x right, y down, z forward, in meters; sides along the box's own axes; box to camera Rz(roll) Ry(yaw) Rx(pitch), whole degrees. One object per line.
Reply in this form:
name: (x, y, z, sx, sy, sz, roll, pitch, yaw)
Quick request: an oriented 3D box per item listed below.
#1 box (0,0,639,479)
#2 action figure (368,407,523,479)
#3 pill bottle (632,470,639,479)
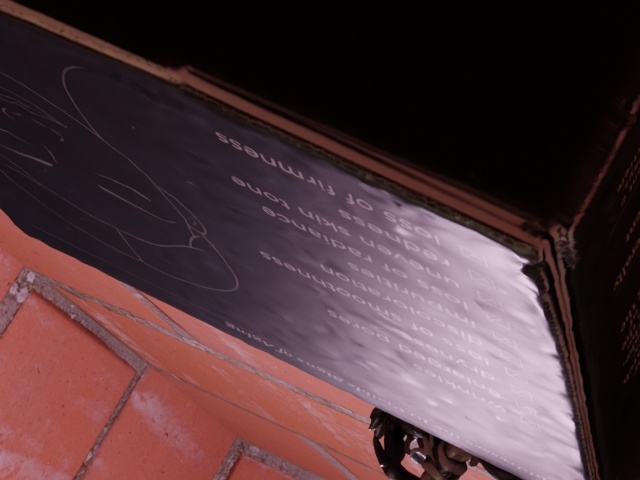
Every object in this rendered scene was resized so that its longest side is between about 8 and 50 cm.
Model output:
box: (0.002, -0.116, 0.956, 0.480, 0.297, 0.472, 25, 164, 20)
action figure: (0.121, 0.171, 1.289, 0.141, 0.164, 0.275, 32, -151, -27)
pill bottle: (0.164, 0.096, 1.168, 0.246, 0.130, 0.130, 35, 169, 22)
